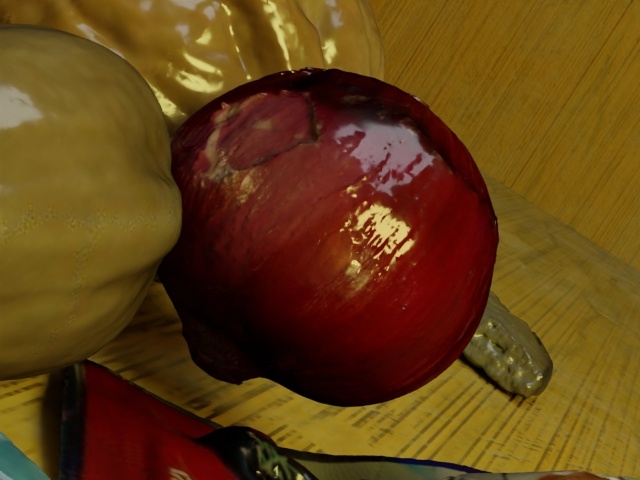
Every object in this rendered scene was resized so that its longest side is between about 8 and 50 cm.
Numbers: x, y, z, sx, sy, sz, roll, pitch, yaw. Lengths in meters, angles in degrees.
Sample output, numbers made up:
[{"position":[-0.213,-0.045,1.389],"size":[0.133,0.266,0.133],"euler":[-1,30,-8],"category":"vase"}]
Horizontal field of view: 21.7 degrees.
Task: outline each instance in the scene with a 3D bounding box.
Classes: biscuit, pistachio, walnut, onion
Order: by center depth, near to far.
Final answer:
[{"position":[-0.111,-0.012,0.501],"size":[0.126,0.108,0.185],"euler":[10,9,19],"category":"pistachio"},{"position":[0.000,0.000,0.590],"size":[0.131,0.131,0.131],"euler":[31,9,-5],"category":"onion"},{"position":[-0.075,-0.075,0.713],"size":[0.213,0.213,0.213],"euler":[31,9,-5],"category":"walnut"},{"position":[0.062,0.018,1.127],"size":[0.290,0.038,0.141],"euler":[37,10,30],"category":"biscuit"}]

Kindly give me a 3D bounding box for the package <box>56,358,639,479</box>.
[{"position":[0.043,0.104,0.538],"size":[0.269,0.071,0.194],"euler":[12,2,-12],"category":"package"}]

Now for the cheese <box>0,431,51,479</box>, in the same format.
[{"position":[-0.016,0.104,0.348],"size":[0.245,0.052,0.135],"euler":[34,9,11],"category":"cheese"}]
